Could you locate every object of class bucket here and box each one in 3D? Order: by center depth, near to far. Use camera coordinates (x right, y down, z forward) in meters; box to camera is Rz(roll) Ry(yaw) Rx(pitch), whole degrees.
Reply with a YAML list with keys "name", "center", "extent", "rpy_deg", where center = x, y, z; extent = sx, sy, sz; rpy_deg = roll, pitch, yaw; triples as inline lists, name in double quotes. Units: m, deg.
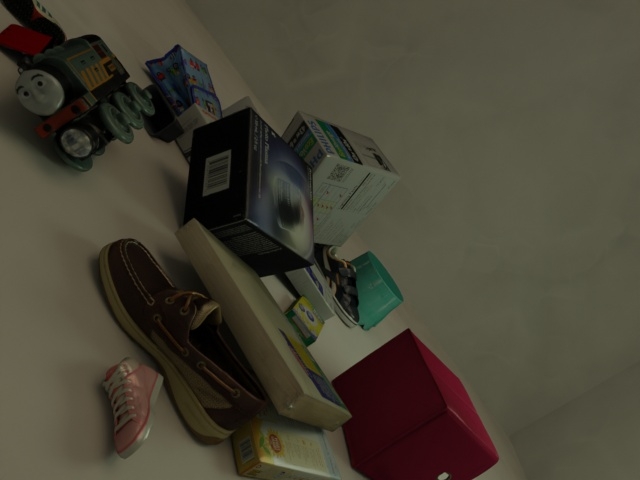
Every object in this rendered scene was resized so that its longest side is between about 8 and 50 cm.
- name: "bucket"
  center: [0.184, 0.189, 1.865]
  extent: [0.281, 0.183, 0.281]
  rpy_deg: [51, 13, -16]

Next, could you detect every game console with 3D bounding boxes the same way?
- name: "game console"
  center: [-0.567, -0.362, 0.958]
  extent: [0.144, 0.085, 0.124]
  rpy_deg: [-111, -168, -51]

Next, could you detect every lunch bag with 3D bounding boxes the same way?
- name: "lunch bag"
  center: [-0.426, -0.467, 1.608]
  extent: [0.293, 0.138, 0.221]
  rpy_deg: [66, 10, 0]

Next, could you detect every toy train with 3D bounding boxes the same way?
- name: "toy train"
  center: [-0.423, -0.259, 0.864]
  extent: [0.190, 0.142, 0.334]
  rpy_deg: [55, 11, -28]

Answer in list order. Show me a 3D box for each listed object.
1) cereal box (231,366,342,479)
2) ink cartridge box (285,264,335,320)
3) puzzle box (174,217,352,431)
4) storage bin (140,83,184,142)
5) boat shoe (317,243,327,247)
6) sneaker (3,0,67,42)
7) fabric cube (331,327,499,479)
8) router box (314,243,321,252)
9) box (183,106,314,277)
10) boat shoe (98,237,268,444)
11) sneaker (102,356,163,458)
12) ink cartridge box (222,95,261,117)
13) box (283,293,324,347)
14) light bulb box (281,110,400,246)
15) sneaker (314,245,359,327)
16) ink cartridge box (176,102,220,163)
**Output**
- name: "cereal box"
  center: [-0.066, 0.328, 0.827]
  extent: [0.240, 0.047, 0.173]
  rpy_deg: [42, 16, -44]
- name: "ink cartridge box"
  center: [-0.064, 0.074, 1.422]
  extent: [0.333, 0.065, 0.165]
  rpy_deg: [60, 9, -20]
- name: "puzzle box"
  center: [-0.107, 0.160, 0.895]
  extent: [0.409, 0.052, 0.272]
  rpy_deg: [51, -2, 33]
- name: "storage bin"
  center: [-0.421, -0.335, 1.274]
  extent: [0.135, 0.098, 0.091]
  rpy_deg: [56, 2, 14]
- name: "boat shoe"
  center: [0.000, 0.000, 1.851]
  extent: [0.142, 0.049, 0.040]
  rpy_deg: [45, 19, -10]
- name: "sneaker"
  center: [-0.622, -0.488, 1.040]
  extent: [0.161, 0.057, 0.075]
  rpy_deg: [48, -4, -18]
- name: "fabric cube"
  center: [0.220, 0.427, 1.146]
  extent: [0.258, 0.254, 0.259]
  rpy_deg: [47, 14, -30]
- name: "router box"
  center: [-0.029, 0.022, 1.877]
  extent: [0.122, 0.038, 0.092]
  rpy_deg: [47, 14, -28]
- name: "box"
  center: [-0.156, -0.103, 1.155]
  extent: [0.294, 0.182, 0.296]
  rpy_deg: [38, 45, -54]
- name: "boat shoe"
  center: [-0.198, 0.125, 0.712]
  extent: [0.342, 0.123, 0.123]
  rpy_deg: [56, 12, 11]
- name: "sneaker"
  center: [-0.234, 0.191, 0.568]
  extent: [0.070, 0.051, 0.134]
  rpy_deg: [47, 10, -22]
- name: "ink cartridge box"
  center: [-0.226, -0.344, 1.720]
  extent: [0.283, 0.117, 0.207]
  rpy_deg: [60, 1, -45]
- name: "box"
  center: [-0.041, 0.211, 1.279]
  extent: [0.105, 0.043, 0.179]
  rpy_deg: [54, 10, -1]
- name: "light bulb box"
  center: [0.004, -0.188, 1.604]
  extent: [0.361, 0.358, 0.225]
  rpy_deg: [9, 41, -44]
- name: "sneaker"
  center: [0.075, 0.149, 1.708]
  extent: [0.321, 0.127, 0.126]
  rpy_deg: [60, 12, 24]
- name: "ink cartridge box"
  center: [-0.298, -0.245, 1.412]
  extent: [0.273, 0.114, 0.197]
  rpy_deg: [56, 13, 16]
